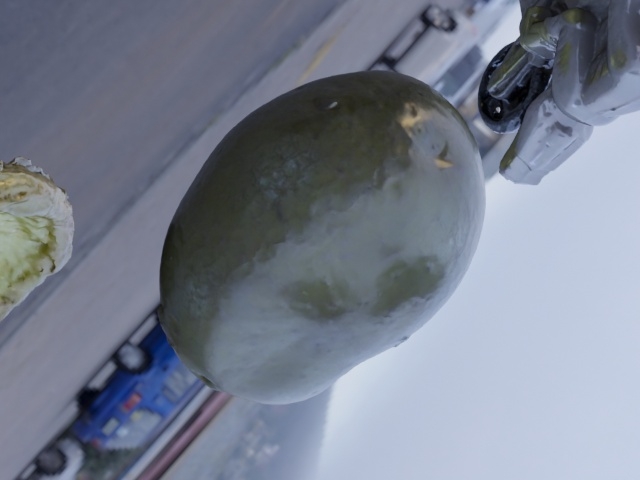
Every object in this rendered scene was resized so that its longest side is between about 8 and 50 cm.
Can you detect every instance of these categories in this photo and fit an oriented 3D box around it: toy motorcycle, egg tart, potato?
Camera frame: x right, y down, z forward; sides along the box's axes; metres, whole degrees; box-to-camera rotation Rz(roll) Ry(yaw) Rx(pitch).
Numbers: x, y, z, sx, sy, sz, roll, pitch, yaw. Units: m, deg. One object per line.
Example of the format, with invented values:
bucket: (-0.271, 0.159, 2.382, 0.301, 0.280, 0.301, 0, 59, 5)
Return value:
toy motorcycle: (0.265, -0.191, 1.139, 0.340, 0.108, 0.223, -50, -143, 32)
egg tart: (-0.329, 0.014, 0.967, 0.294, 0.123, 0.294, -33, 167, -9)
potato: (0.000, 0.000, 0.802, 0.235, 0.178, 0.160, -51, -168, 9)
